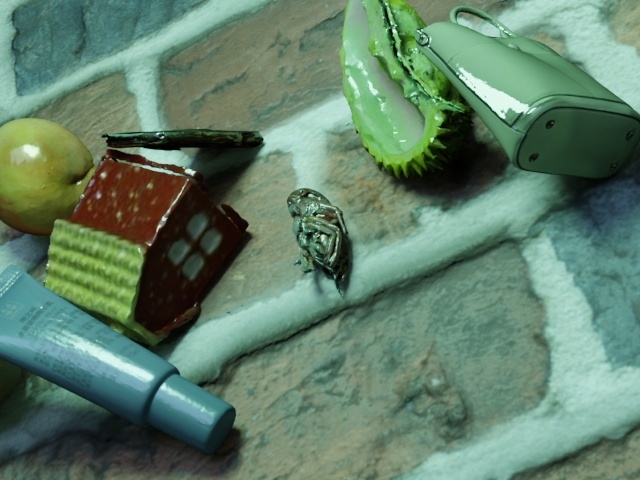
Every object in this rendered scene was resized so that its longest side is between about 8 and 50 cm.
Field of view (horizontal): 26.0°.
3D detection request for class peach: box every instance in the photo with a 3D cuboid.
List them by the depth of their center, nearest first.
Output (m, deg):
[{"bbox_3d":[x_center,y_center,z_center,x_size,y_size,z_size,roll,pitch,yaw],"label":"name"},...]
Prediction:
[{"bbox_3d":[-0.420,-0.094,2.076,0.184,0.184,0.184,-16,47,19],"label":"peach"}]

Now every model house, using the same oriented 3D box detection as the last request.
[{"bbox_3d":[-0.258,0.023,1.894,0.196,0.160,0.254,15,64,37],"label":"model house"}]

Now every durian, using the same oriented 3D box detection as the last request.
[{"bbox_3d":[0.100,-0.223,1.873,0.158,0.169,0.352,-23,54,5],"label":"durian"}]

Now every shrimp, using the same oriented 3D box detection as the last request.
[{"bbox_3d":[0.001,0.001,1.825,0.073,0.075,0.190,-6,54,-16],"label":"shrimp"}]

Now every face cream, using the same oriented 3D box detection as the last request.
[{"bbox_3d":[-0.285,0.155,1.762,0.385,0.086,0.135,26,54,17],"label":"face cream"}]

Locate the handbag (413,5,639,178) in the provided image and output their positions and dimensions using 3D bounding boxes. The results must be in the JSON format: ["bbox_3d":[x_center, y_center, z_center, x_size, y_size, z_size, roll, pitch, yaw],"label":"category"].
[{"bbox_3d":[0.248,-0.200,1.761,0.315,0.241,0.109,51,126,45],"label":"handbag"}]

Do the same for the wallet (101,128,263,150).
[{"bbox_3d":[-0.194,-0.143,1.976,0.122,0.232,0.031,2,96,34],"label":"wallet"}]

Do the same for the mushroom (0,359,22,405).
[{"bbox_3d":[-0.457,0.138,1.920,0.173,0.236,0.162,32,37,22],"label":"mushroom"}]
